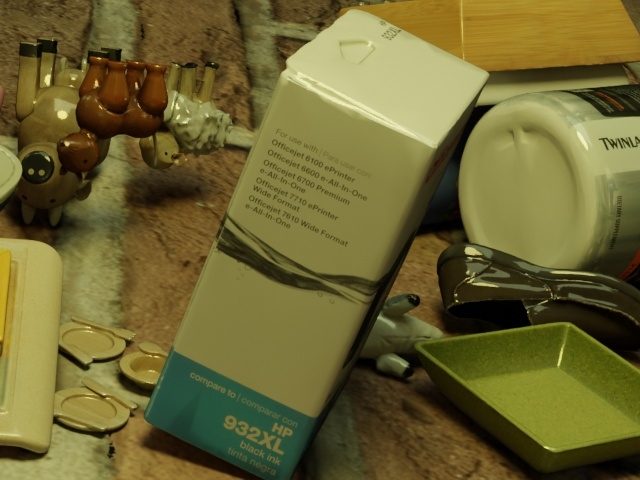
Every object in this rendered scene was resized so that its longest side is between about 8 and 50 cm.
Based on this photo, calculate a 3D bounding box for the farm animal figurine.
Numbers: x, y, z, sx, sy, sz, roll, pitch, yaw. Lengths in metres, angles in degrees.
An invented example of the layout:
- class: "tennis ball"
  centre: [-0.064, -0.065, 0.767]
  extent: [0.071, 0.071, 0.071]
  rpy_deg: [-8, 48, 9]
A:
- class: "farm animal figurine"
  centre: [-0.287, -0.108, 1.712]
  extent: [0.330, 0.172, 0.327]
  rpy_deg: [10, 9, 17]

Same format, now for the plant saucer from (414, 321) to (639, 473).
- class: "plant saucer"
  centre: [0.200, 0.139, 1.496]
  extent: [0.188, 0.045, 0.188]
  rpy_deg: [-5, 27, -36]

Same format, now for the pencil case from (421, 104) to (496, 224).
- class: "pencil case"
  centre: [0.119, -0.085, 1.889]
  extent: [0.306, 0.119, 0.133]
  rpy_deg: [-11, 53, -43]

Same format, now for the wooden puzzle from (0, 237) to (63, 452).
- class: "wooden puzzle"
  centre: [-0.319, 0.062, 1.345]
  extent: [0.238, 0.044, 0.221]
  rpy_deg: [8, 40, -12]

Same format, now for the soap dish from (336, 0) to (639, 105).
- class: "soap dish"
  centre: [0.174, -0.206, 1.881]
  extent: [0.291, 0.118, 0.229]
  rpy_deg: [-8, 6, -40]

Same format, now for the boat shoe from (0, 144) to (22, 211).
- class: "boat shoe"
  centre: [-0.352, -0.001, 1.501]
  extent: [0.095, 0.079, 0.254]
  rpy_deg: [29, 39, 6]

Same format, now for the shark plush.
- class: "shark plush"
  centre: [0.028, 0.089, 1.563]
  extent: [0.161, 0.073, 0.067]
  rpy_deg: [-7, 0, 8]

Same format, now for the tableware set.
- class: "tableware set"
  centre: [-0.189, 0.103, 1.421]
  extent: [0.141, 0.020, 0.168]
  rpy_deg: [23, 25, 26]

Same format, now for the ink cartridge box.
- class: "ink cartridge box"
  centre: [0.000, 0.000, 1.364]
  extent: [0.129, 0.307, 0.223]
  rpy_deg: [26, 24, 6]

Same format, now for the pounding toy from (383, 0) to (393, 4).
- class: "pounding toy"
  centre: [0.112, -0.176, 2.040]
  extent: [0.110, 0.183, 0.237]
  rpy_deg: [34, 15, 14]

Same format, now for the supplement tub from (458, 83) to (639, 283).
- class: "supplement tub"
  centre: [0.326, -0.060, 1.821]
  extent: [0.338, 0.207, 0.207]
  rpy_deg: [-8, 30, -38]

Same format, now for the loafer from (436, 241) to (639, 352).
- class: "loafer"
  centre: [0.211, 0.071, 1.647]
  extent: [0.220, 0.080, 0.078]
  rpy_deg: [14, 55, 2]
